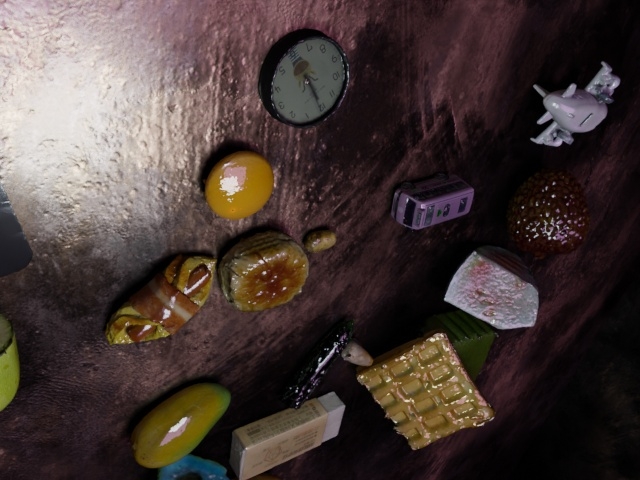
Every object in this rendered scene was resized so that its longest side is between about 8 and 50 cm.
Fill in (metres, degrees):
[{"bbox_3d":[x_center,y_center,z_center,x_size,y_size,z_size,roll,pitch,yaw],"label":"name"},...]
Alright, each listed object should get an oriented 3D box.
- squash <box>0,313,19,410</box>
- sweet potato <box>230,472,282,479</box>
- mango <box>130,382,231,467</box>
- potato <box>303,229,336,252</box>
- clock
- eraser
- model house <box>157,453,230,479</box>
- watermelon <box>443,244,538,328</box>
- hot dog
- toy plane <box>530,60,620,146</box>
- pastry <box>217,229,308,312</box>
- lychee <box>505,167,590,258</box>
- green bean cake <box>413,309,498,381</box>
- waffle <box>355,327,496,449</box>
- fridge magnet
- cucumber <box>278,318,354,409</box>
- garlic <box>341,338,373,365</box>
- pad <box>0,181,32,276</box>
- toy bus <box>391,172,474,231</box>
[{"bbox_3d":[-0.570,0.223,0.970,0.123,0.123,0.186,-15,133,-31],"label":"squash"},{"bbox_3d":[-0.227,0.731,1.655,0.292,0.097,0.097,6,117,-37],"label":"sweet potato"},{"bbox_3d":[-0.320,0.424,1.327,0.251,0.114,0.156,-34,130,-12],"label":"mango"},{"bbox_3d":[0.000,0.000,1.317,0.083,0.040,0.051,-15,139,-28],"label":"potato"},{"bbox_3d":[-0.025,-0.297,1.068,0.185,0.040,0.184,-21,132,-26],"label":"clock"},{"bbox_3d":[-0.091,0.554,1.641,0.343,0.078,0.144,-12,128,-34],"label":"eraser"},{"bbox_3d":[-0.314,0.700,1.418,0.216,0.303,0.237,-13,118,-41],"label":"model house"},{"bbox_3d":[0.541,0.163,1.722,0.387,0.258,0.228,15,113,-49],"label":"watermelon"},{"bbox_3d":[-0.304,0.129,1.128,0.261,0.093,0.123,-44,139,-3],"label":"hot dog"},{"bbox_3d":[0.677,-0.358,1.535,0.267,0.122,0.266,-20,149,-13],"label":"toy plane"},{"bbox_3d":[-0.122,0.069,1.231,0.193,0.093,0.182,-20,133,-22],"label":"pastry"},{"bbox_3d":[0.661,-0.075,1.664,0.236,0.236,0.271,-11,107,-33],"label":"lychee"},{"bbox_3d":[0.413,0.361,1.843,0.247,0.156,0.249,-6,125,-34],"label":"green bean cake"},{"bbox_3d":[0.316,0.448,1.706,0.304,0.077,0.348,-30,107,14],"label":"waffle"},{"bbox_3d":[-0.155,-0.106,1.093,0.143,0.063,0.143,-20,130,-25],"label":"fridge magnet"},{"bbox_3d":[-0.005,0.329,1.549,0.072,0.072,0.300,29,99,-47],"label":"cucumber"},{"bbox_3d":[0.093,0.309,1.601,0.152,0.084,0.066,36,73,-50],"label":"garlic"},{"bbox_3d":[-0.564,-0.032,0.860,0.181,0.004,0.267,-23,132,-24],"label":"pad"},{"bbox_3d":[0.278,-0.095,1.421,0.199,0.108,0.096,-17,130,-29],"label":"toy bus"}]
